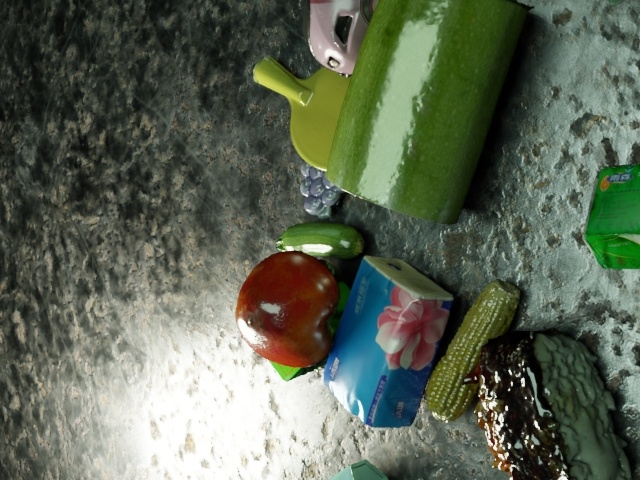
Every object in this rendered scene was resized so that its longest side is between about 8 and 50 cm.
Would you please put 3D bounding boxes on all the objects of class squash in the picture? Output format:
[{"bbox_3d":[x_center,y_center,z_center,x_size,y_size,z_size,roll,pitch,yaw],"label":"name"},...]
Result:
[{"bbox_3d":[0.177,-0.253,1.382,0.263,0.263,0.385,27,107,34],"label":"squash"},{"bbox_3d":[0.000,0.000,1.650,0.219,0.068,0.077,-1,71,39],"label":"squash"}]

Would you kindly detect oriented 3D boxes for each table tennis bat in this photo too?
[{"bbox_3d":[-0.009,-0.283,1.657,0.368,0.054,0.224,36,102,32],"label":"table tennis bat"}]

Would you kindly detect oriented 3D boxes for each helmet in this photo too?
[{"bbox_3d":[0.075,-0.422,1.485,0.253,0.198,0.154,-63,32,35],"label":"helmet"}]

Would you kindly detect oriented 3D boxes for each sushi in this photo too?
[{"bbox_3d":[0.378,0.312,1.307,0.182,0.196,0.344,-36,63,53],"label":"sushi"}]

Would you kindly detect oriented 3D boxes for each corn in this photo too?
[{"bbox_3d":[0.268,0.202,1.440,0.086,0.086,0.288,35,110,32],"label":"corn"}]

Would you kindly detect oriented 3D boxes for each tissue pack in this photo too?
[{"bbox_3d":[0.116,0.185,1.496,0.209,0.137,0.270,42,119,57],"label":"tissue pack"},{"bbox_3d":[0.529,-0.024,1.200,0.209,0.156,0.148,-4,53,39],"label":"tissue pack"}]

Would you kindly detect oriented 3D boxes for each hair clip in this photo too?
[{"bbox_3d":[0.017,-0.141,1.657,0.124,0.052,0.196,-6,80,29],"label":"hair clip"}]

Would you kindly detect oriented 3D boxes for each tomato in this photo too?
[{"bbox_3d":[-0.078,0.139,1.520,0.200,0.139,0.233,14,107,32],"label":"tomato"}]

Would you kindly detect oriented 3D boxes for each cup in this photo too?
[{"bbox_3d":[0.028,0.548,1.608,0.134,0.148,0.236,38,118,-5],"label":"cup"}]

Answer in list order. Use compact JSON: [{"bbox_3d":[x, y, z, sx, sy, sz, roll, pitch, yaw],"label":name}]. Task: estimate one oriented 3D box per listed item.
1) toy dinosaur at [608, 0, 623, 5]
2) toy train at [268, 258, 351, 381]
[{"bbox_3d":[0.555,-0.398,1.187,0.205,0.092,0.393,23,105,36],"label":"toy dinosaur"},{"bbox_3d":[-0.035,0.160,1.651,0.188,0.132,0.243,50,120,18],"label":"toy train"}]
